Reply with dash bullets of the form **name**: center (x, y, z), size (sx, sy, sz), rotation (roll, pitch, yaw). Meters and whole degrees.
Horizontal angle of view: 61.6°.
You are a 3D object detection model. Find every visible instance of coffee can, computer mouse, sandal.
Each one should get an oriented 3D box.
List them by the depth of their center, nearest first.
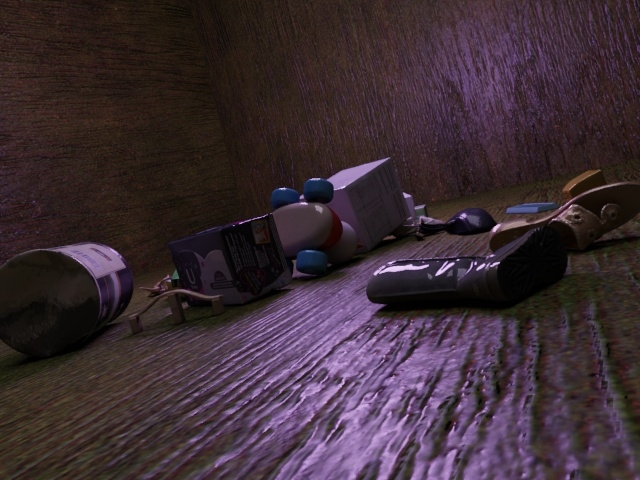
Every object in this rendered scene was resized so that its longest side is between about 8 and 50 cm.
- **sandal**: center (0.382, -0.008, 0.827), size (0.240, 0.088, 0.079), rotation (-19, 32, 26)
- **coffee can**: center (-0.522, 0.109, 1.114), size (0.202, 0.201, 0.275), rotation (-14, 4, -6)
- **computer mouse**: center (0.345, -0.047, 1.429), size (0.184, 0.060, 0.262), rotation (-13, 4, 0)

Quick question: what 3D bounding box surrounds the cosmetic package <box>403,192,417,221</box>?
- **cosmetic package**: center (0.120, -0.091, 1.948), size (0.378, 0.097, 0.284), rotation (-17, 17, -7)

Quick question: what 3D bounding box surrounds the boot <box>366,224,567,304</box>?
- **boot**: center (0.192, 0.041, 0.714), size (0.190, 0.075, 0.209), rotation (-14, -4, -37)

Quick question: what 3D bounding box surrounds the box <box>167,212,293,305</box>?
- **box**: center (-0.204, 0.049, 1.176), size (0.142, 0.163, 0.247), rotation (-21, 8, -38)

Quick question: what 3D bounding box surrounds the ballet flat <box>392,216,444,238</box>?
- **ballet flat**: center (0.302, -0.049, 1.659), size (0.168, 0.052, 0.057), rotation (-13, 4, -5)

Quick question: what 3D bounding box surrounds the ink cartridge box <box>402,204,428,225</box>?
- **ink cartridge box**: center (0.350, -0.092, 2.050), size (0.109, 0.062, 0.209), rotation (-12, 4, 15)

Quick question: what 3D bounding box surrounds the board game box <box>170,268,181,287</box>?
- **board game box**: center (-0.252, 0.076, 1.419), size (0.260, 0.030, 0.136), rotation (-4, 22, -1)

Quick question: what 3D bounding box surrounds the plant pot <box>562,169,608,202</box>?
- **plant pot**: center (0.651, -0.119, 1.323), size (0.083, 0.081, 0.081), rotation (-25, 3, 6)

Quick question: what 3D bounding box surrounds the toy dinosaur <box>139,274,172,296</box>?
- **toy dinosaur**: center (-0.506, 0.152, 1.688), size (0.093, 0.053, 0.183), rotation (-30, -1, -8)

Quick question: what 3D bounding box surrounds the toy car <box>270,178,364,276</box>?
- **toy car**: center (0.000, 0.000, 1.338), size (0.210, 0.219, 0.238), rotation (-11, -25, 39)

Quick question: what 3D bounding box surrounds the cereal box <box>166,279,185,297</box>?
- **cereal box**: center (-0.294, 0.105, 1.514), size (0.240, 0.047, 0.173), rotation (-15, 6, -31)

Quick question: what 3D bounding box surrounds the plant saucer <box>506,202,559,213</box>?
- **plant saucer**: center (0.602, -0.093, 1.537), size (0.067, 0.018, 0.192), rotation (-14, 5, -5)

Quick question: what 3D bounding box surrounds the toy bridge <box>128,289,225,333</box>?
- **toy bridge**: center (-0.276, 0.127, 1.029), size (0.188, 0.063, 0.026), rotation (-14, 4, 5)

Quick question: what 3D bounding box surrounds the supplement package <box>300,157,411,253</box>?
- **supplement package**: center (0.100, -0.096, 1.598), size (0.199, 0.197, 0.263), rotation (-10, 19, 42)
